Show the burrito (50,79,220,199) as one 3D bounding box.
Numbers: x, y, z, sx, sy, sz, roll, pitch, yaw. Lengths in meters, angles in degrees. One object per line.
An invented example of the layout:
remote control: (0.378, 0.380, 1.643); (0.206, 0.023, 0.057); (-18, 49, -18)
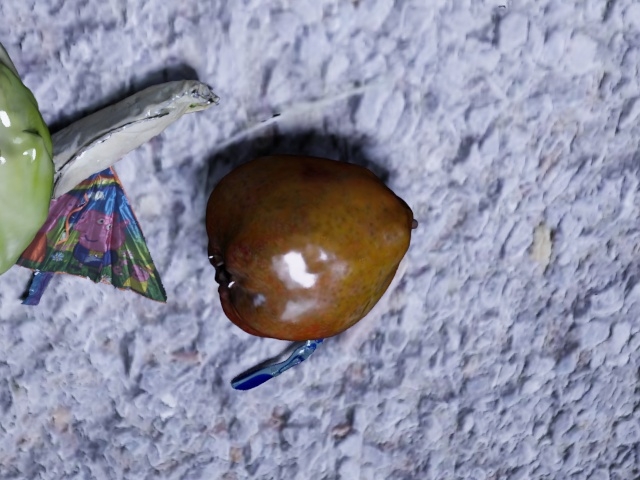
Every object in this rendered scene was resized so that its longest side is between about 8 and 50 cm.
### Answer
burrito: (-0.212, -0.105, 1.664); (0.229, 0.063, 0.058); (-25, 126, 5)

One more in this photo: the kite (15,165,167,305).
kite: (-0.283, -0.009, 1.772); (0.321, 0.016, 0.234); (13, 129, -29)

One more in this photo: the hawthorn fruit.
hawthorn fruit: (0.000, 0.000, 1.761); (0.248, 0.208, 0.208); (-19, 139, -23)

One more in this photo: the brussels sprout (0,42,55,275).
brussels sprout: (-0.411, -0.070, 1.515); (0.328, 0.247, 0.328); (-20, 135, -21)

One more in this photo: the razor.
razor: (-0.046, 0.146, 1.994); (0.154, 0.028, 0.044); (-34, 134, 16)
